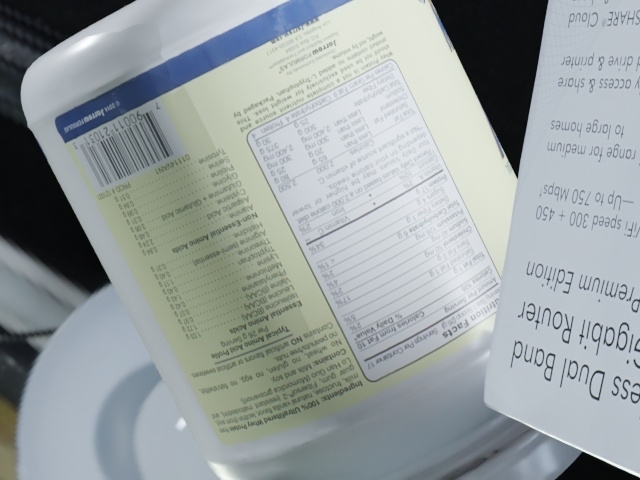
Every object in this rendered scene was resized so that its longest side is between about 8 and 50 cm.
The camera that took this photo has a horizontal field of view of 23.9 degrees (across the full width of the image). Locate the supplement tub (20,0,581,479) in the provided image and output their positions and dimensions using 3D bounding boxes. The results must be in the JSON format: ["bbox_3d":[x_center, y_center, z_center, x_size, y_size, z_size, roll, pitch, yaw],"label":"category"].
[{"bbox_3d":[0.000,0.000,0.866,0.235,0.235,0.325,-22,-81,31],"label":"supplement tub"}]

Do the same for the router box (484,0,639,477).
[{"bbox_3d":[0.170,-0.070,0.348,0.082,0.335,0.301,8,-88,-21],"label":"router box"}]
